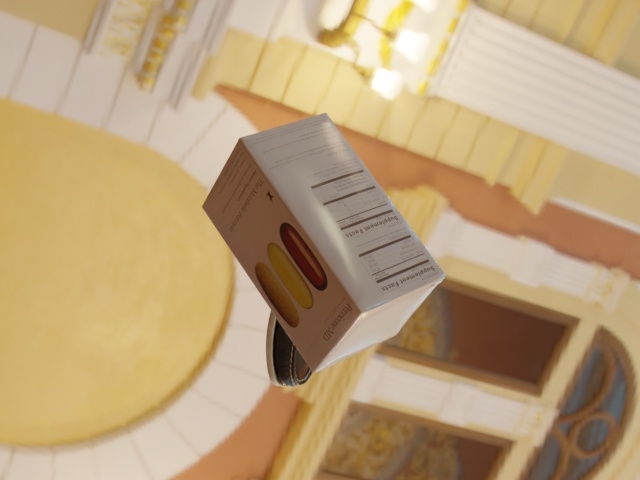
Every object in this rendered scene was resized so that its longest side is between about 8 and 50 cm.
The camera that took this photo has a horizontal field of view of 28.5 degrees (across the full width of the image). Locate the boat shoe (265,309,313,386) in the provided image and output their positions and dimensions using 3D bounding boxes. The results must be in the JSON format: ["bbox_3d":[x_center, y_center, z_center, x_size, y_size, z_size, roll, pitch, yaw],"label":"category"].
[{"bbox_3d":[0.003,0.063,1.720,0.091,0.114,0.302,15,-82,26],"label":"boat shoe"}]

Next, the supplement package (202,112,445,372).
[{"bbox_3d":[0.000,0.000,1.424,0.244,0.134,0.139,54,-40,18],"label":"supplement package"}]
